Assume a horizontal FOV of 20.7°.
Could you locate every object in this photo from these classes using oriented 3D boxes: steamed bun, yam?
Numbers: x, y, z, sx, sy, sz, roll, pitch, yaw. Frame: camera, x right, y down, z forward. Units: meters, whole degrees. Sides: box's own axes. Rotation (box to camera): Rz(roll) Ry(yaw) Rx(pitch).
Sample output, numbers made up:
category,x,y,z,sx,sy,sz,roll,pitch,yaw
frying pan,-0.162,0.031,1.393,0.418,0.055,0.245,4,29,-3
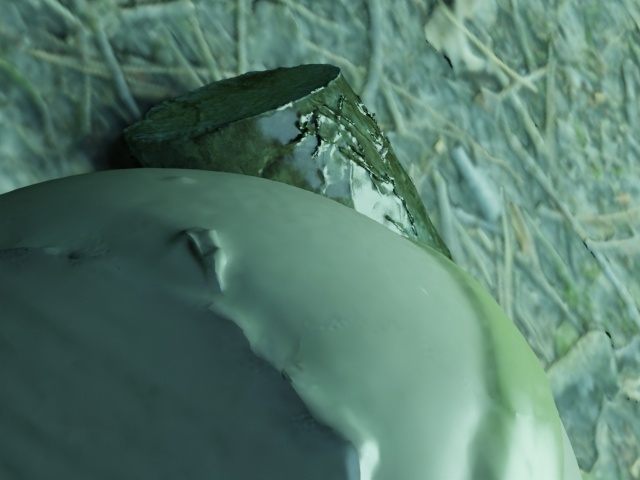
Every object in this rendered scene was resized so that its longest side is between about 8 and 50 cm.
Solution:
category,x,y,z,sx,sy,sz,roll,pitch,yaw
steamed bun,-0.042,0.123,0.617,0.309,0.309,0.309,15,67,-39
yam,0.000,0.000,0.812,0.107,0.107,0.183,-45,110,-42
